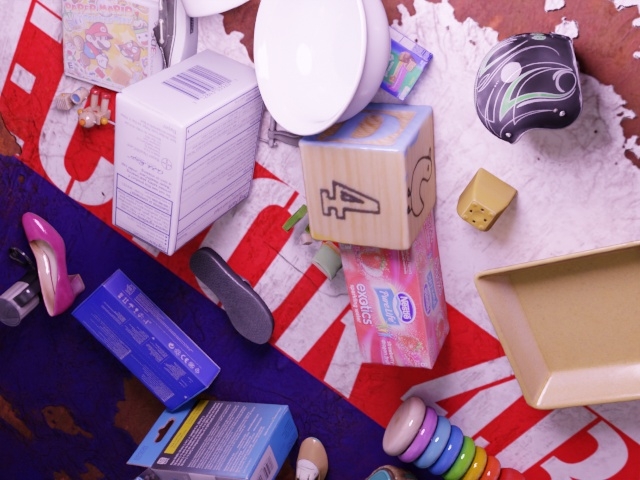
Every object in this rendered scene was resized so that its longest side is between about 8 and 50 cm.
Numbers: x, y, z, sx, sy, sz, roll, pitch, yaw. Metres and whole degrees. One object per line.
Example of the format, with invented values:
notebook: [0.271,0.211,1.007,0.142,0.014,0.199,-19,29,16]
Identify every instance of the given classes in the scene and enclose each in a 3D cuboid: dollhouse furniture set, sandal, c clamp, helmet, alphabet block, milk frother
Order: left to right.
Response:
milk frother: [-0.744,0.107,2.151,0.143,0.135,0.129,36,129,-1]
sandal: [-0.184,0.114,1.952,0.097,0.054,0.254,-37,92,31]
c clamp: [-0.072,-0.240,1.674,0.137,0.022,0.161,22,128,11]
dollhouse furniture set: [0.000,0.000,1.765,0.151,0.076,0.058,44,129,-6]
alphabet block: [0.089,-0.120,1.571,0.193,0.192,0.197,8,125,23]
helmet: [0.323,-0.241,1.397,0.161,0.169,0.169,-10,118,12]

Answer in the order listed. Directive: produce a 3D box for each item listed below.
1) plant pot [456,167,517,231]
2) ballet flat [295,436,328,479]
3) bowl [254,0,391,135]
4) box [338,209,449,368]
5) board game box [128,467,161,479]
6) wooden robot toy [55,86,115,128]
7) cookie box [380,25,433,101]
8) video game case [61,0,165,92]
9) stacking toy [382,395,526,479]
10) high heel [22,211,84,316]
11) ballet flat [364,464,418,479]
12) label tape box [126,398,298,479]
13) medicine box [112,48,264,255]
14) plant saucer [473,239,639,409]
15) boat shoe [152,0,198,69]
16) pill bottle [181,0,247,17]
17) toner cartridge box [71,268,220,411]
plant pot: [0.291,-0.063,1.580,0.081,0.083,0.081,33,130,2]
ballet flat: [-0.028,0.587,2.170,0.080,0.073,0.232,15,126,18]
bowl: [0.023,-0.322,1.466,0.298,0.134,0.298,8,101,52]
box: [0.148,0.087,1.709,0.154,0.142,0.300,3,122,23]
board game box: [-0.276,0.669,2.182,0.390,0.390,0.050,29,90,5]
wooden robot toy: [-0.478,-0.267,1.812,0.173,0.079,0.076,21,128,11]
cookie box: [0.124,-0.308,1.523,0.107,0.040,0.092,34,130,3]
video game case: [-0.405,-0.390,1.730,0.227,0.026,0.206,19,127,13]
stacking toy: [0.305,0.476,1.918,0.330,0.141,0.141,31,129,-5]
high heel: [-0.658,0.057,2.088,0.082,0.117,0.244,-7,118,29]
ballet flat: [0.109,0.637,2.122,0.123,0.123,0.348,42,129,-5]
label tape box: [-0.254,0.501,2.115,0.333,0.240,0.106,-1,122,27]
medicine box: [-0.245,-0.167,1.640,0.149,0.263,0.289,27,129,18]
plant saucer: [0.496,0.148,1.626,0.332,0.081,0.333,-14,114,31]
boat shoe: [-0.272,-0.389,1.639,0.070,0.078,0.219,16,119,12]
pill bottle: [-0.203,-0.507,1.488,0.131,0.131,0.229,-3,119,27]
toner cartridge box: [-0.421,0.244,2.128,0.348,0.075,0.165,47,129,-9]
